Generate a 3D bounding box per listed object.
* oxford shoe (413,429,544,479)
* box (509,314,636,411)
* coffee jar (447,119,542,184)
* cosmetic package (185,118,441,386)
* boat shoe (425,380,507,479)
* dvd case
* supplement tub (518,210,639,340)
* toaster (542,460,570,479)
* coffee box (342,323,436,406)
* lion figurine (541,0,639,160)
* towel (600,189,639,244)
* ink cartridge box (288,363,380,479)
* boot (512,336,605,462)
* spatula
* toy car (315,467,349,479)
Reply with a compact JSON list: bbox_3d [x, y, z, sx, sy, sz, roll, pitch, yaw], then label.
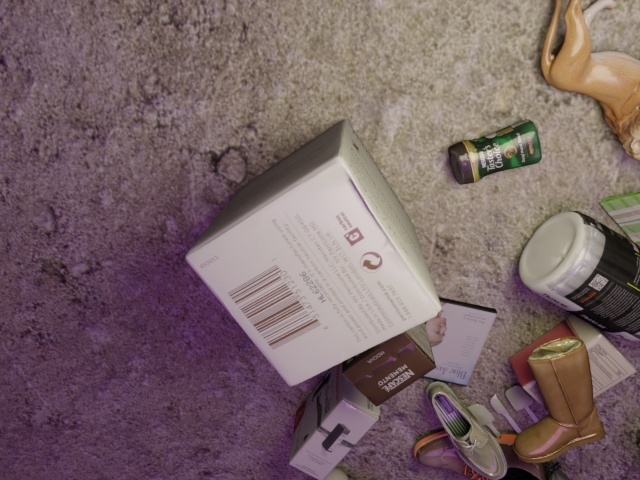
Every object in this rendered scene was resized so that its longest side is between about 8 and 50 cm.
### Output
[{"bbox_3d":[0.455,0.640,1.313,0.362,0.133,0.130,-3,116,10],"label":"oxford shoe"},{"bbox_3d":[0.641,0.321,1.173,0.148,0.127,0.232,42,109,-11],"label":"box"},{"bbox_3d":[0.380,-0.191,0.999,0.184,0.079,0.096,-18,111,11],"label":"coffee jar"},{"bbox_3d":[0.000,0.000,0.934,0.327,0.394,0.330,-31,108,16],"label":"cosmetic package"},{"bbox_3d":[0.391,0.528,1.237,0.109,0.094,0.302,-41,81,10],"label":"boat shoe"},{"bbox_3d":[0.349,0.277,1.231,0.180,0.022,0.253,12,114,-1],"label":"dvd case"},{"bbox_3d":[0.652,0.094,1.032,0.337,0.207,0.207,28,112,-7],"label":"supplement tub"},{"bbox_3d":[0.655,0.743,1.354,0.146,0.129,0.227,40,108,-17],"label":"toaster"},{"bbox_3d":[0.149,0.212,1.067,0.168,0.297,0.119,-39,105,18],"label":"coffee box"},{"bbox_3d":[0.580,-0.333,0.913,0.391,0.142,0.240,28,121,7],"label":"lion figurine"},{"bbox_3d":[0.733,-0.053,1.031,0.152,0.113,0.023,43,66,-12],"label":"towel"},{"bbox_3d":[0.037,0.476,1.242,0.114,0.197,0.273,32,111,-9],"label":"ink cartridge box"},{"bbox_3d":[0.547,0.385,1.097,0.235,0.089,0.270,-24,108,3],"label":"boot"},{"bbox_3d":[0.566,0.533,1.328,0.168,0.019,0.242,-35,106,16],"label":"spatula"},{"bbox_3d":[0.057,0.785,1.408,0.219,0.210,0.238,-23,82,27],"label":"toy car"}]
